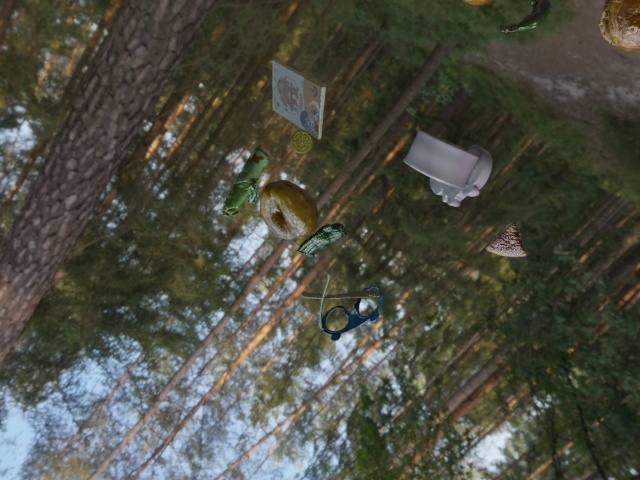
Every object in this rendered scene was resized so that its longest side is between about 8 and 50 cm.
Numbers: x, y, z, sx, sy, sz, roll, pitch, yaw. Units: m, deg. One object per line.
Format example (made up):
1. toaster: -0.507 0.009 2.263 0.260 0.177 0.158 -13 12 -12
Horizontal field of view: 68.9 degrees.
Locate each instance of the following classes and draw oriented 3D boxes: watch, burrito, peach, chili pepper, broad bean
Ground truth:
1. watch: 0.355 -0.224 1.401 0.231 0.196 0.244 15 -161 -22
2. burrito: -0.259 -0.200 1.683 0.104 0.288 0.054 31 -177 10
3. peach: -0.127 -0.119 1.810 0.251 0.251 0.153 37 -128 1
4. chili pepper: 0.000 -0.001 1.907 0.098 0.224 0.061 43 -154 -36
5. broad bean: 0.691 -0.779 1.550 0.144 0.292 0.049 11 148 22

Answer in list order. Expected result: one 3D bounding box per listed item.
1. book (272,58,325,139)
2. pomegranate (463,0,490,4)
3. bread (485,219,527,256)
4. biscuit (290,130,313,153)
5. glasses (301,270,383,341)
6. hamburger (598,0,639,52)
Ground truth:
1. book: -0.088 -0.533 1.755 0.020 0.208 0.295 -27 -130 -31
2. pomegranate: 0.651 -1.111 1.899 0.264 0.264 0.264 35 -167 -9
3. bread: 0.740 0.013 1.800 0.136 0.154 0.054 38 -148 7
4. biscuit: -0.069 -0.366 1.732 0.084 0.084 0.023 37 -175 1
5. glasses: 0.055 0.172 1.400 0.207 0.239 0.102 53 -153 -13
6. hamburger: 1.242 -0.864 1.755 0.314 0.290 0.170 -3 -153 11
